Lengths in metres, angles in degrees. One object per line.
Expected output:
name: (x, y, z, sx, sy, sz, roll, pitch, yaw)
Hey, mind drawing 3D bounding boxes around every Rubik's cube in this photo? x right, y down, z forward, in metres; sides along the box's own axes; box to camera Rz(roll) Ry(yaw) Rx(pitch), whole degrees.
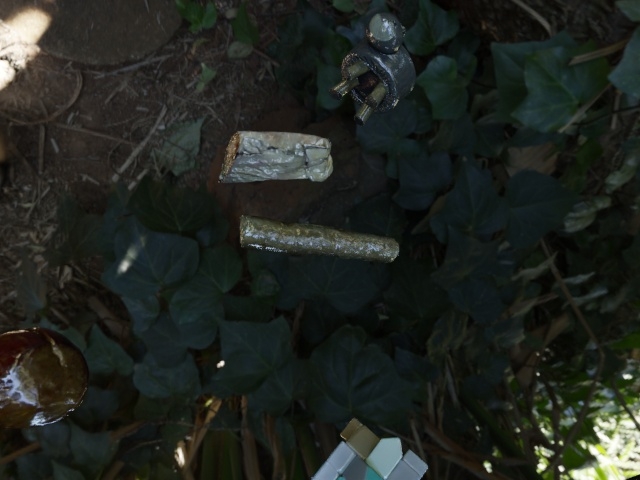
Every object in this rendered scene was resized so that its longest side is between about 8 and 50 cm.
Rubik's cube: (0.118, 0.559, 1.093, 0.213, 0.224, 0.265, -47, 148, -13)

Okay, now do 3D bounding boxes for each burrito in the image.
burrito: (-0.131, -0.215, 1.159, 0.347, 0.107, 0.175, 1, 150, 15)

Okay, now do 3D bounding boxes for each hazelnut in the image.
hazelnut: (-0.644, 0.307, 1.002, 0.217, 0.218, 0.234, -26, 120, 5)

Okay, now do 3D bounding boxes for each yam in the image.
yam: (0.000, 0.000, 0.762, 0.273, 0.061, 0.061, 6, 132, -17)

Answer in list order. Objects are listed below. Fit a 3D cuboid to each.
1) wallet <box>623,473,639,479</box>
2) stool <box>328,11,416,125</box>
wallet: (0.385, 0.313, 0.474, 0.044, 0.149, 0.250, -17, 146, -37)
stool: (0.104, -0.360, 0.962, 0.139, 0.153, 0.228, -47, 141, -21)
